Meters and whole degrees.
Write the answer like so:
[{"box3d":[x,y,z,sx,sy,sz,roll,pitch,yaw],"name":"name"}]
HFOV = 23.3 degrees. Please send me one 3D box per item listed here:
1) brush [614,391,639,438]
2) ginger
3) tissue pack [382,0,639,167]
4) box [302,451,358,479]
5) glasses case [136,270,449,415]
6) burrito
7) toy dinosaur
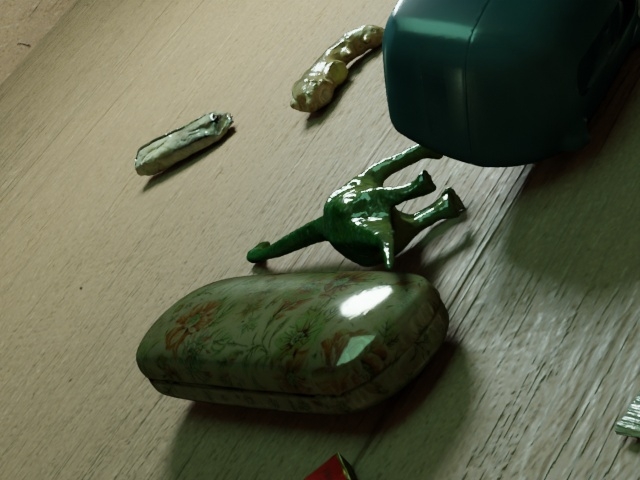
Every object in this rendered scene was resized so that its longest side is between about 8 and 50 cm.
[{"box3d":[0.321,0.112,1.069,0.103,0.013,0.272,-51,25,-21],"name":"brush"},{"box3d":[0.017,-0.238,2.132,0.173,0.051,0.069,-51,28,-18],"name":"ginger"},{"box3d":[0.207,-0.214,1.580,0.206,0.198,0.287,14,47,25],"name":"tissue pack"},{"box3d":[-0.020,0.250,1.347,0.133,0.023,0.090,-39,21,5],"name":"box"},{"box3d":[-0.039,0.098,1.549,0.156,0.098,0.425,-45,23,-28],"name":"glasses case"},{"box3d":[-0.203,-0.148,2.326,0.188,0.045,0.058,-24,53,30],"name":"burrito"},{"box3d":[0.000,0.000,1.632,0.301,0.087,0.447,-25,8,16],"name":"toy dinosaur"}]
